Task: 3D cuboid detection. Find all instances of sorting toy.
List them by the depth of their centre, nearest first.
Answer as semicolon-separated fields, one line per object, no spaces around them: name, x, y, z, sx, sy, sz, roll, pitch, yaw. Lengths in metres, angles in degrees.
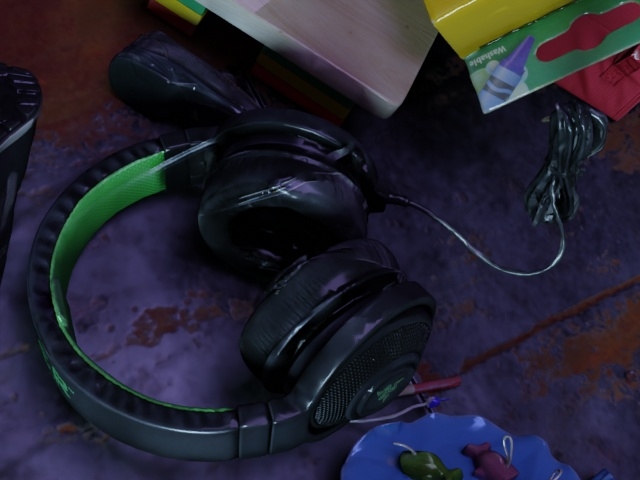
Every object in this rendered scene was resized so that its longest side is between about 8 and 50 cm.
sorting toy;-0.015;-0.244;0.945;0.257;0.089;0.255;32;55;-6

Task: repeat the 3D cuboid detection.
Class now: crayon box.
crayon box;0.158;-0.291;0.871;0.083;0.203;0.323;27;43;-62

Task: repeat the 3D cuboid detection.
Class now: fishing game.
fishing game;0.102;0.167;0.733;0.189;0.041;0.264;-6;31;-26

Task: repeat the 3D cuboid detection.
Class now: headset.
headset;0.000;0.000;0.749;0.394;0.185;0.243;-12;58;-14

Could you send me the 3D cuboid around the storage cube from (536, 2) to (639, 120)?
storage cube;0.271;-0.268;1.032;0.193;0.183;0.215;30;56;-7

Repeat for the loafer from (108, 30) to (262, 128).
loafer;-0.080;-0.110;0.863;0.170;0.062;0.061;34;51;-7

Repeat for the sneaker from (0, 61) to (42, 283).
sneaker;-0.251;-0.015;0.719;0.107;0.124;0.283;7;36;-8

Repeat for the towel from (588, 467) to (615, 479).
towel;0.232;0.241;0.840;0.067;0.029;0.119;-28;78;-32
